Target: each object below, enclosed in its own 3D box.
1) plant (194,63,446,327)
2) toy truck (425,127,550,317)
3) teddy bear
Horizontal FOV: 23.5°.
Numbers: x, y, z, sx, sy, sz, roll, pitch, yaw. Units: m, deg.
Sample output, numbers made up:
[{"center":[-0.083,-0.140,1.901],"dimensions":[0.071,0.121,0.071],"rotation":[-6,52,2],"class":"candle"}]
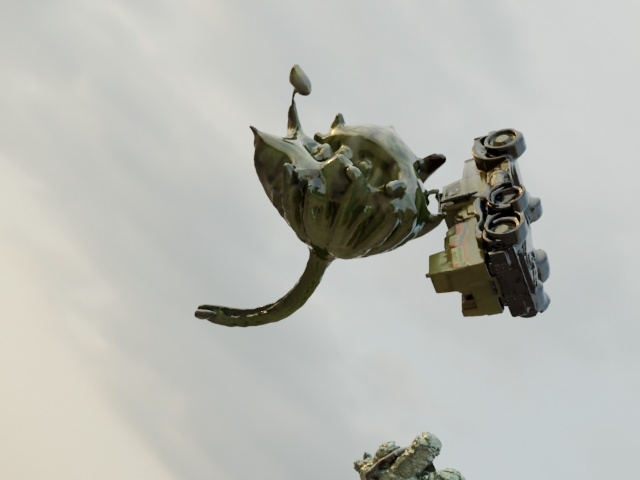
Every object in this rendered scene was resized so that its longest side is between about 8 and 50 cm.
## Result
[{"center":[0.009,-0.016,1.870],"dimensions":[0.251,0.180,0.333],"rotation":[24,-44,4],"class":"plant"},{"center":[0.197,-0.017,1.799],"dimensions":[0.127,0.257,0.127],"rotation":[-13,-57,18],"class":"toy truck"},{"center":[0.114,0.368,2.316],"dimensions":[0.133,0.111,0.213],"rotation":[54,-36,-11],"class":"teddy bear"}]
